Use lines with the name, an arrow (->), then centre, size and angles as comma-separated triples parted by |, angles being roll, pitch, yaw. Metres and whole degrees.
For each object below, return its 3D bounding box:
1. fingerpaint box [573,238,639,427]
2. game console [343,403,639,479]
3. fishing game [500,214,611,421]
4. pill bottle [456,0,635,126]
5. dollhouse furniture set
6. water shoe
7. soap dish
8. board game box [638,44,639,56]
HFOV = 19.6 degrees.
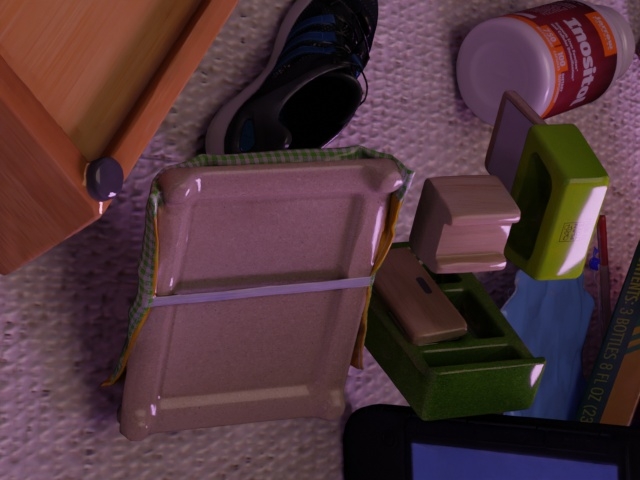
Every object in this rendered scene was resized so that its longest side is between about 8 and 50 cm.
fingerpaint box -> 0.361, 0.243, 1.418 | 0.163, 0.371, 0.445 | 39, 68, -46
game console -> 0.091, 0.247, 1.178 | 0.173, 0.293, 0.250 | -7, 96, -51
fishing game -> 0.172, 0.091, 1.474 | 0.264, 0.041, 0.189 | -39, 127, -51
pill bottle -> 0.179, -0.141, 1.437 | 0.152, 0.086, 0.086 | -22, 108, -49
dollhouse furniture set -> 0.000, 0.000, 1.168 | 0.301, 0.151, 0.198 | -3, 125, -25
water shoe -> 0.004, -0.103, 1.226 | 0.203, 0.080, 0.073 | -57, 132, -33
soap dish -> -0.148, -0.162, 1.007 | 0.229, 0.118, 0.291 | 54, 53, -37
board game box -> 0.567, -0.186, 1.697 | 0.356, 0.356, 0.356 | 53, 53, -38
